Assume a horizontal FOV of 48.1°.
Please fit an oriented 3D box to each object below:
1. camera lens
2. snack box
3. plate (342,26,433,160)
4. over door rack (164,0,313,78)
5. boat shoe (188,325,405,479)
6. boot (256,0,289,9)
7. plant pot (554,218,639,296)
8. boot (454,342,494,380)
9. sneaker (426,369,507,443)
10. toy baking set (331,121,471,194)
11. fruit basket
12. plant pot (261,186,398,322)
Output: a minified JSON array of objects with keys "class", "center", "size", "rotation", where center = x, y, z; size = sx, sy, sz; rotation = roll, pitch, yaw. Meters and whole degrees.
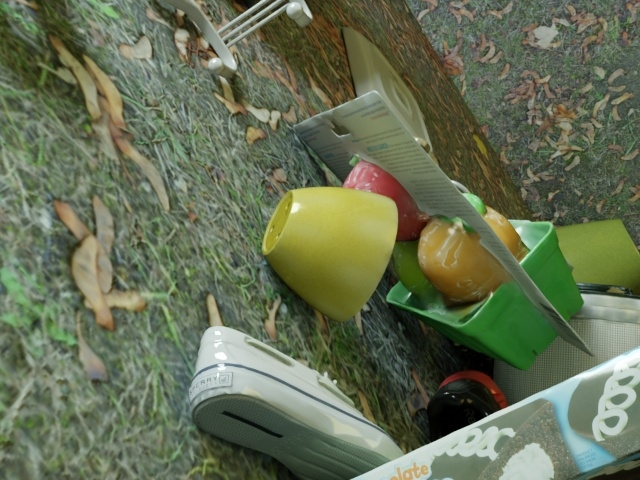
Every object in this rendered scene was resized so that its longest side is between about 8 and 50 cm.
[{"class":"camera lens","center":[0.338,0.200,0.942],"size":[0.219,0.219,0.274],"rotation":[21,71,-58]},{"class":"snack box","center":[0.143,0.178,0.505],"size":[0.187,0.322,0.060],"rotation":[35,31,-46]},{"class":"plate","center":[0.149,-0.280,1.461],"size":[0.277,0.045,0.278],"rotation":[42,28,-39]},{"class":"over door rack","center":[-0.102,-0.372,0.760],"size":[0.324,0.239,0.108],"rotation":[59,16,-5]},{"class":"boat shoe","center":[-0.005,0.134,0.557],"size":[0.226,0.083,0.076],"rotation":[43,29,-37]},{"class":"boot","center":[-0.123,-0.480,0.982],"size":[0.220,0.109,0.283],"rotation":[21,70,-50]},{"class":"plant pot","center":[0.476,0.081,1.401],"size":[0.275,0.293,0.275],"rotation":[47,25,-30]},{"class":"boot","center":[0.256,0.183,1.087],"size":[0.178,0.085,0.236],"rotation":[32,35,-43]},{"class":"sneaker","center":[0.195,0.279,0.805],"size":[0.135,0.097,0.276],"rotation":[17,46,-61]},{"class":"toy baking set","center":[0.107,-0.087,0.973],"size":[0.256,0.196,0.030],"rotation":[38,75,-32]},{"class":"fruit basket","center":[0.131,-0.025,0.834],"size":[0.353,0.165,0.327],"rotation":[52,-10,-11]},{"class":"plant pot","center":[0.000,0.000,0.700],"size":[0.095,0.134,0.134],"rotation":[25,35,-17]}]
